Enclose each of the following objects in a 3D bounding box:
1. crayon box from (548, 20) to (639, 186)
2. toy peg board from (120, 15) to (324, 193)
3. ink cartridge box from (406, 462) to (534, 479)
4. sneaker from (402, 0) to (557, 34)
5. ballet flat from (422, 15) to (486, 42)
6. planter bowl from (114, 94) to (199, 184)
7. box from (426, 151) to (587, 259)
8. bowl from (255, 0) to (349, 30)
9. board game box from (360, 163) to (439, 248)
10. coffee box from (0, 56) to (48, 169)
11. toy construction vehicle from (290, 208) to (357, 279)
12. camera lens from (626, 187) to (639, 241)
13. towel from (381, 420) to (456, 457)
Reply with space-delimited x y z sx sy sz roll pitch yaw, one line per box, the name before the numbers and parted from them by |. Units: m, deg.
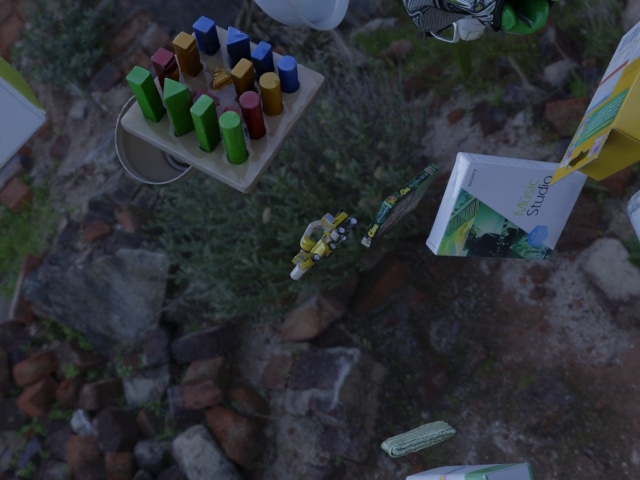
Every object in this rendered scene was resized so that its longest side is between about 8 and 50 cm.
crayon box | 0.516 -0.231 1.074 0.323 0.083 0.203 -61 -3 -7
toy peg board | -0.102 -0.161 0.668 0.161 0.161 0.079 -58 -13 -20
ink cartridge box | 0.231 0.422 0.971 0.212 0.093 0.155 -38 60 57
sneaker | 0.211 -0.326 0.838 0.134 0.147 0.343 -15 8 -17
ballet flat | 0.250 -0.395 1.158 0.221 0.076 0.079 -154 62 -65
planter bowl | -0.248 -0.169 1.098 0.162 0.162 0.109 -41 -12 10
box | 0.419 -0.070 1.462 0.058 0.321 0.233 -118 36 -54
bowl | -0.071 -0.524 1.192 0.134 0.298 0.298 -2 49 32
board game box | 0.193 -0.086 1.548 0.259 0.030 0.136 -37 -22 -49
coffee box | -0.635 -0.198 0.883 0.334 0.337 0.338 -48 36 -4
toy construction vehicle | 0.000 0.000 0.782 0.098 0.035 0.086 -37 -10 -38
camera lens | 0.742 -0.004 1.246 0.219 0.219 0.275 -29 63 31
towel | 0.203 0.412 1.352 0.148 0.027 0.110 -18 -7 -8
